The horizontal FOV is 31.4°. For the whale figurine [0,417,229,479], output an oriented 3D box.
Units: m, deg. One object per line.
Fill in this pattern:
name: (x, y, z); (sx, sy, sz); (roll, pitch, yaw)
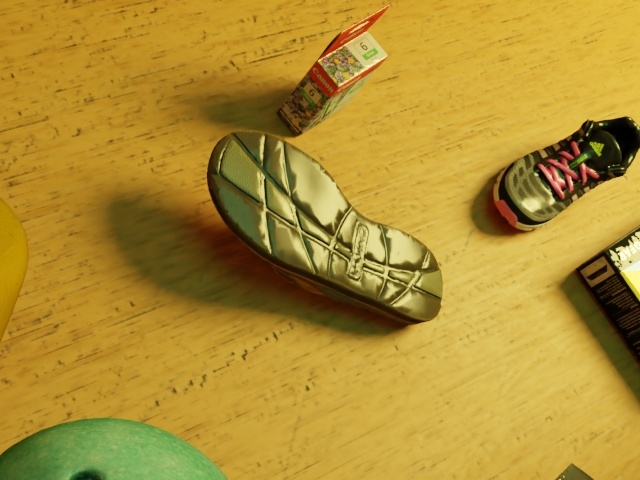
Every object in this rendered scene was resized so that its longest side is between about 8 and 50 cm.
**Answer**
whale figurine: (-0.149, 0.199, 0.577); (0.216, 0.141, 0.272); (29, 47, 26)

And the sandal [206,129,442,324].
sandal: (0.000, 0.000, 0.845); (0.219, 0.060, 0.090); (29, 60, -30)

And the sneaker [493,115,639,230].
sneaker: (0.218, -0.065, 0.979); (0.170, 0.075, 0.063); (-27, 80, -35)

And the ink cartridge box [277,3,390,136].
ink cartridge box: (0.017, -0.130, 0.878); (0.063, 0.115, 0.029); (-36, 86, -36)

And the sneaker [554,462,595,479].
sneaker: (0.162, 0.268, 0.791); (0.118, 0.083, 0.222); (35, 59, 15)

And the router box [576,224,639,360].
router box: (0.326, 0.036, 1.003); (0.179, 0.046, 0.133); (-29, 82, -36)

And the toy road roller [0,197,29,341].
toy road roller: (-0.242, 0.066, 0.547); (0.241, 0.202, 0.329); (3, 31, -45)
